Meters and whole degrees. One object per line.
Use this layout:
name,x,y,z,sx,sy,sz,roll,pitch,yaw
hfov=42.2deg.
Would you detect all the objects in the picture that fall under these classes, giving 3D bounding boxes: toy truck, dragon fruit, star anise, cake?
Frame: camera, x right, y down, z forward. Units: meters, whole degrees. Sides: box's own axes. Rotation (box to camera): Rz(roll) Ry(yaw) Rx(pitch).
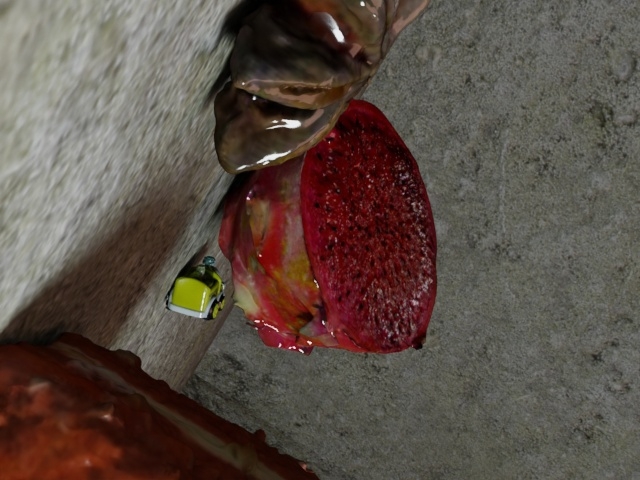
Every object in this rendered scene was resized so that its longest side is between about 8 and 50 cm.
toy truck,-0.177,0.066,1.217,0.111,0.076,0.077,-60,163,-73
dragon fruit,0.000,0.000,1.172,0.248,0.371,0.386,-12,-151,35
star anise,0.006,-0.178,0.696,0.315,0.108,0.315,-53,174,-8
cake,-0.170,0.244,0.662,0.270,0.269,0.319,-58,-178,-6
